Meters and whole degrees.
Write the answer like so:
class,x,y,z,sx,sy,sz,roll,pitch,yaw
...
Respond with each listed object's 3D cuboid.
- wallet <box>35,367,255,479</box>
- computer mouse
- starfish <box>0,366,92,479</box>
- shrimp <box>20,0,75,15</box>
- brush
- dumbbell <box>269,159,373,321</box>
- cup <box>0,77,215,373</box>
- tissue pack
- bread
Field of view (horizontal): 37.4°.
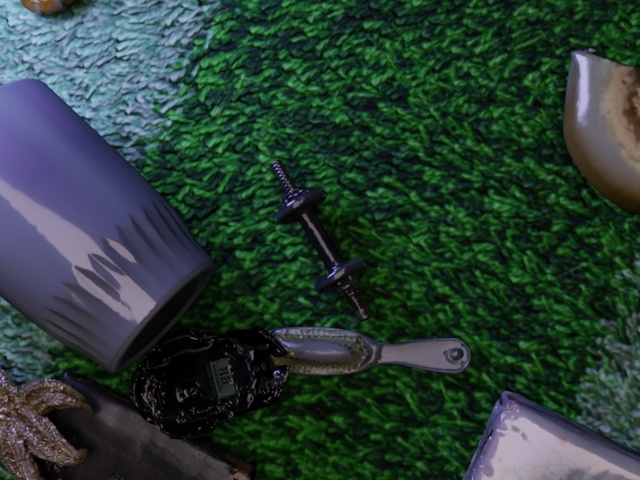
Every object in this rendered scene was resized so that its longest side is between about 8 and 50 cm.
class,x,y,z,sx,sy,sz,roll,pitch,yaw
wallet,-0.260,0.323,1.334,0.317,0.044,0.169,25,91,9
computer mouse,-0.153,0.190,1.308,0.242,0.077,0.146,-14,87,16
starfish,-0.432,0.252,1.327,0.216,0.071,0.238,-40,64,4
shrimp,-0.363,-0.423,1.391,0.217,0.051,0.115,-41,81,5
brush,0.058,0.154,1.299,0.297,0.060,0.068,0,84,7
dumbbell,0.000,0.000,1.306,0.082,0.081,0.254,-31,83,4
cup,-0.342,-0.016,1.261,0.371,0.253,0.253,42,92,6
tissue pack,0.324,0.341,1.224,0.271,0.124,0.201,24,89,7
bread,0.475,-0.180,1.220,0.333,0.160,0.333,0,88,8
